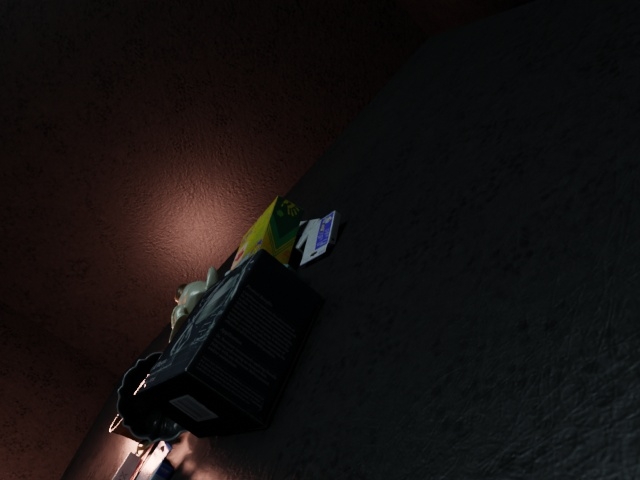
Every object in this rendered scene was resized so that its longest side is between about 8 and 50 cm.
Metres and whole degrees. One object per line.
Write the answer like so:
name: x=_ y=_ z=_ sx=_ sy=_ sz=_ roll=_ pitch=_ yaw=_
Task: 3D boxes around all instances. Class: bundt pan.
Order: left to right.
bundt pan: x=-0.601 y=0.605 z=1.717 sx=0.331 sy=0.330 sz=0.124 roll=-57 pitch=-6 yaw=-24

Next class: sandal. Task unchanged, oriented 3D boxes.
sandal: x=-0.771 y=0.896 z=1.938 sx=0.180 sy=0.049 sz=0.072 roll=-44 pitch=17 yaw=19

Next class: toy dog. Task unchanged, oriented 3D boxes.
toy dog: x=-0.568 y=0.310 z=2.062 sx=0.408 sy=0.284 sz=0.396 roll=-169 pitch=76 yaw=-69

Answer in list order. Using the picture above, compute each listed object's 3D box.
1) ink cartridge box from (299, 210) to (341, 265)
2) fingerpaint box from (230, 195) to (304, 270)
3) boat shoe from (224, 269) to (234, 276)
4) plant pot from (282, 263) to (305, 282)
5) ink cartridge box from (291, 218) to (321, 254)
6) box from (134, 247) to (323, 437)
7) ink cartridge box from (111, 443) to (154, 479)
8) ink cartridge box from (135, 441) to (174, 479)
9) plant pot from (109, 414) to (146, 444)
ink cartridge box: x=0.000 y=0.000 z=1.899 sx=0.206 sy=0.045 sz=0.208 roll=-30 pitch=38 yaw=52
fingerpaint box: x=-0.284 y=0.056 z=2.196 sx=0.445 sy=0.163 sz=0.371 roll=-42 pitch=26 yaw=47
boat shoe: x=-0.338 y=0.245 z=1.962 sx=0.105 sy=0.113 sz=0.306 roll=-36 pitch=52 yaw=17
plant pot: x=-0.185 y=0.193 z=1.782 sx=0.234 sy=0.166 sz=0.166 roll=-24 pitch=29 yaw=43
ink cartridge box: x=-0.100 y=-0.016 z=2.201 sx=0.176 sy=0.069 sz=0.371 roll=-54 pitch=19 yaw=-13
box: x=-0.302 y=0.355 z=1.485 sx=0.479 sy=0.297 sz=0.472 roll=-33 pitch=20 yaw=45
ink cartridge box: x=-0.774 y=0.936 z=1.705 sx=0.261 sy=0.066 sz=0.296 roll=-54 pitch=7 yaw=14
ink cartridge box: x=-0.615 y=0.869 z=1.554 sx=0.185 sy=0.065 sz=0.311 roll=-23 pitch=33 yaw=60
plant pot: x=-0.855 y=0.851 z=2.059 sx=0.167 sy=0.165 sz=0.167 roll=-44 pitch=17 yaw=18
